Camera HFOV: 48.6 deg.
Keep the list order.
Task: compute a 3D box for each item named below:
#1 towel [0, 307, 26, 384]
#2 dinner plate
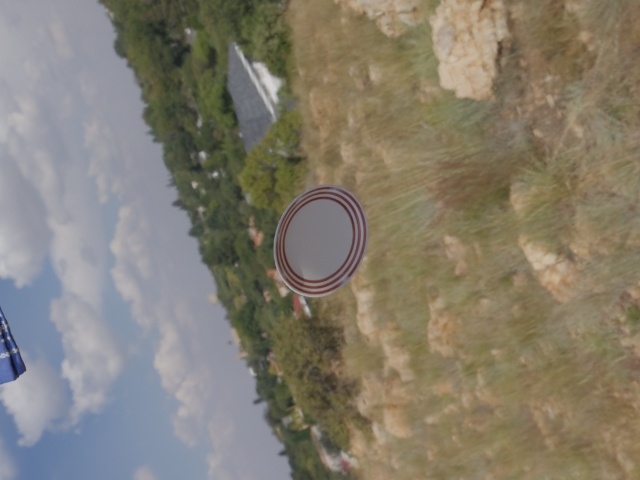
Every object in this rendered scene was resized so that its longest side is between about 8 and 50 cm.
[{"bbox_3d":[-0.522,0.056,0.839,0.040,0.243,0.335,-141,37,-66],"label":"towel"},{"bbox_3d":[0.000,0.000,0.871,0.017,0.141,0.141,21,136,52],"label":"dinner plate"}]
